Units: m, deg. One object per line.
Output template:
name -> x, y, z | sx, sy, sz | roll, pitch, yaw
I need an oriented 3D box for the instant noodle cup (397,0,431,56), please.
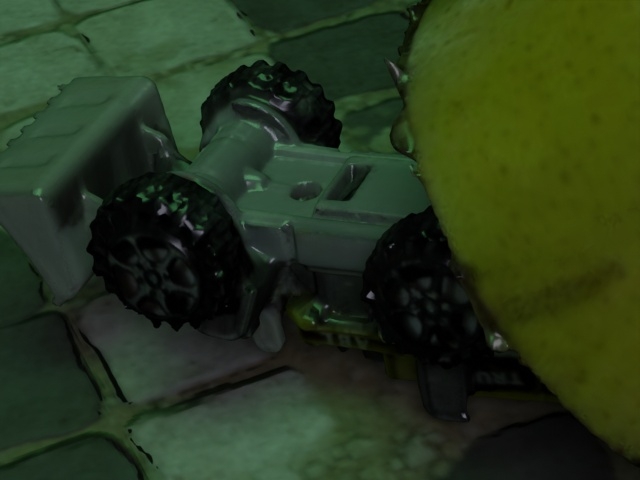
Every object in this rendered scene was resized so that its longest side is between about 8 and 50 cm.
instant noodle cup -> 0.174, -0.146, 0.959 | 0.274, 0.090, 0.274 | -5, 36, 3

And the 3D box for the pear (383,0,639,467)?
pear -> 0.173, -0.035, 0.650 | 0.267, 0.178, 0.266 | 18, 54, -27

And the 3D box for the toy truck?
toy truck -> 0.000, 0.000, 0.771 | 0.286, 0.111, 0.136 | 9, 37, 22
